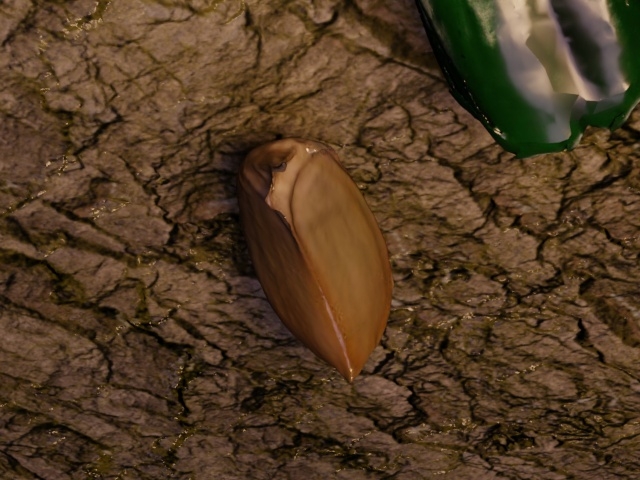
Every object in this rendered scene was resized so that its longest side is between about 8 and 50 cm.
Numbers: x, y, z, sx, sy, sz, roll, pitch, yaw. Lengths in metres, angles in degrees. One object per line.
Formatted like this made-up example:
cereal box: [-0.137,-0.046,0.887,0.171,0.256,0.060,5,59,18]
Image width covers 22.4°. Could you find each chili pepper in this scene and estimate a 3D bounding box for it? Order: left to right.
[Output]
chili pepper: [0.209,-0.219,1.518,0.248,0.233,0.256,-16,102,25]

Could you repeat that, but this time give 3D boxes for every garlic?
garlic: [-0.006,-0.016,1.757,0.151,0.196,0.338,-20,130,-5]
